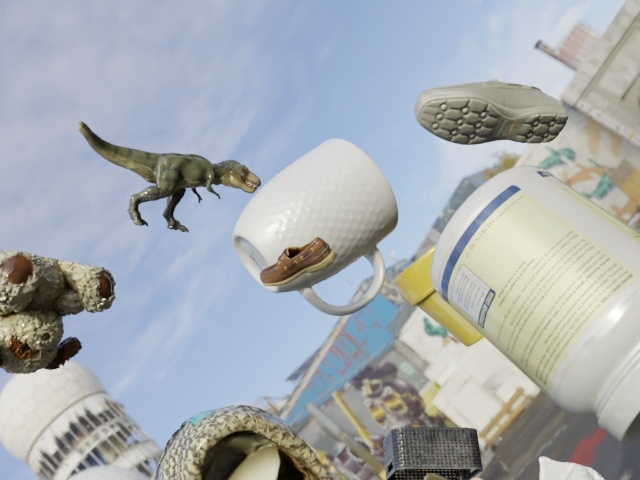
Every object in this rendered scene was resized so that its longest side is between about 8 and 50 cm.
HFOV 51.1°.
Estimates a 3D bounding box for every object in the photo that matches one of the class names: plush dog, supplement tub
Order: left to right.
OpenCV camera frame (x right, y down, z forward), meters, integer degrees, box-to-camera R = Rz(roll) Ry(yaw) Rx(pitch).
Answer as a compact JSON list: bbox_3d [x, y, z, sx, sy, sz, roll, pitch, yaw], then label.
[{"bbox_3d":[-0.551,0.139,1.261,0.262,0.210,0.226,19,-101,-56],"label":"plush dog"},{"bbox_3d":[0.331,0.076,0.882,0.235,0.325,0.235,-26,-39,-24],"label":"supplement tub"}]

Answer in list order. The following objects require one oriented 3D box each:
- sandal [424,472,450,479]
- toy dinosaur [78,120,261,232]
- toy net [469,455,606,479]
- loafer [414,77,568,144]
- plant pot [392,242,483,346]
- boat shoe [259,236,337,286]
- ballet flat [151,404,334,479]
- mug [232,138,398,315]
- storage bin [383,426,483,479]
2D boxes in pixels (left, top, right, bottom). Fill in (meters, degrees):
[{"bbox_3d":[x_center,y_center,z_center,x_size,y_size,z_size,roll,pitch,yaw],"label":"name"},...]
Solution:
[{"bbox_3d":[0.237,0.472,1.090,0.079,0.240,0.088,-48,19,23],"label":"sandal"},{"bbox_3d":[-0.215,-0.075,0.929,0.268,0.064,0.118,10,-86,-37],"label":"toy dinosaur"},{"bbox_3d":[0.166,0.269,0.605,0.232,0.122,0.045,-16,-30,-4],"label":"toy net"},{"bbox_3d":[0.310,-0.245,1.249,0.319,0.111,0.112,2,-45,-24],"label":"loafer"},{"bbox_3d":[0.345,0.117,1.641,0.254,0.239,0.254,-38,-10,-8],"label":"plant pot"},{"bbox_3d":[-0.053,0.039,1.314,0.178,0.060,0.064,-22,22,32],"label":"boat shoe"},{"bbox_3d":[0.043,0.308,0.383,0.164,0.483,0.182,-29,-14,-21],"label":"ballet flat"},{"bbox_3d":[0.000,0.000,1.566,0.328,0.374,0.276,-37,2,-23],"label":"mug"},{"bbox_3d":[0.226,0.439,1.369,0.122,0.180,0.084,103,168,-58],"label":"storage bin"}]
